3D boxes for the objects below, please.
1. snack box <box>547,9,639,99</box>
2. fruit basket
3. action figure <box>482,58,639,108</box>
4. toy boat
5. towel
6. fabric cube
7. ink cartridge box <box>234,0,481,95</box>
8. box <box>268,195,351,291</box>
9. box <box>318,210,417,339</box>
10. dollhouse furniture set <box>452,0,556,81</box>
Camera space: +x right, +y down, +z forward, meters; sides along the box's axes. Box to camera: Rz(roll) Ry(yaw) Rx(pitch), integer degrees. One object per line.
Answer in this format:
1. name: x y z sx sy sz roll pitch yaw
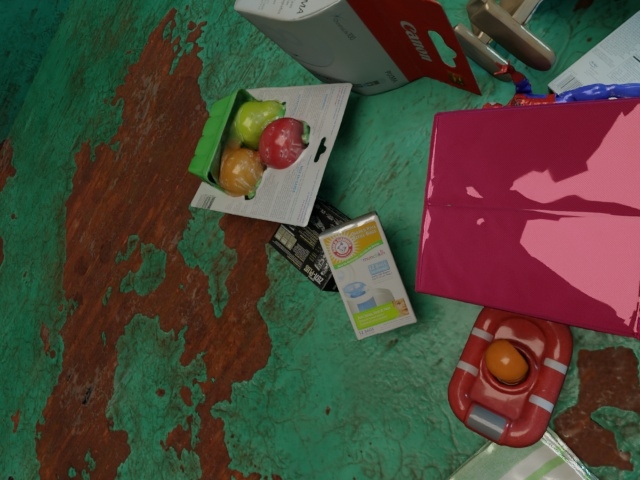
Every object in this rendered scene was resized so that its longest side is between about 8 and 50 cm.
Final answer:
1. snack box: 0.527 -0.184 0.631 0.187 0.060 0.321 -40 64 23
2. fruit basket: -0.118 -0.202 0.971 0.353 0.165 0.326 11 79 28
3. action figure: 0.365 -0.209 0.631 0.281 0.139 0.091 11 95 43
4. toy boat: 0.289 0.189 0.652 0.151 0.151 0.231 20 75 32
5. towel: 0.360 0.464 0.647 0.325 0.038 0.247 46 107 28
6. fabric cube: 0.315 -0.037 0.590 0.258 0.254 0.258 8 95 41
7. ink cartridge box: 0.077 -0.350 0.791 0.385 0.308 0.091 32 99 30
8. box: 0.000 0.000 0.918 0.180 0.078 0.147 38 102 30
9. box: 0.087 0.059 0.785 0.114 0.103 0.203 -20 95 9
10. dollhouse furniture set: 0.434 -0.405 0.593 0.257 0.394 0.362 34 102 -8
